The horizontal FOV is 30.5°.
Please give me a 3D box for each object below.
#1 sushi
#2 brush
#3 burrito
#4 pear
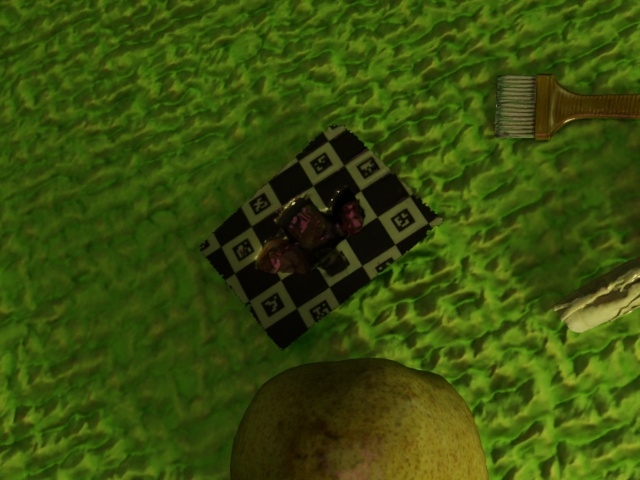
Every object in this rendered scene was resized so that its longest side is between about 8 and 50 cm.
[{"bbox_3d":[0.000,0.000,1.232,0.210,0.040,0.193,-41,54,-2],"label":"sushi"},{"bbox_3d":[0.291,-0.141,1.229,0.218,0.010,0.083,2,66,16],"label":"brush"},{"bbox_3d":[0.305,0.033,1.091,0.185,0.041,0.045,-33,43,25],"label":"burrito"},{"bbox_3d":[0.033,0.218,1.033,0.228,0.188,0.211,-10,56,12],"label":"pear"}]
